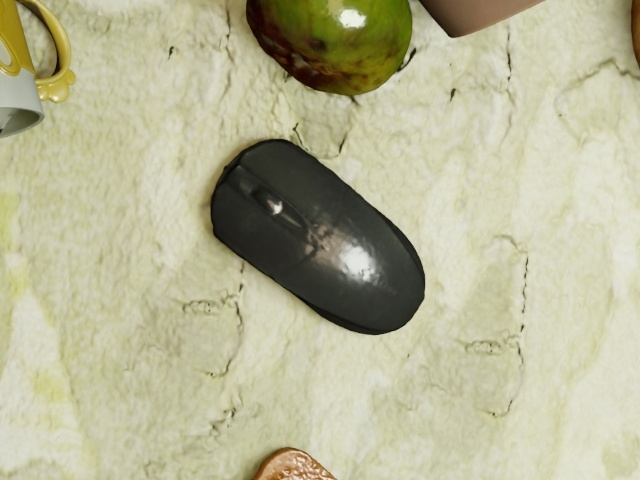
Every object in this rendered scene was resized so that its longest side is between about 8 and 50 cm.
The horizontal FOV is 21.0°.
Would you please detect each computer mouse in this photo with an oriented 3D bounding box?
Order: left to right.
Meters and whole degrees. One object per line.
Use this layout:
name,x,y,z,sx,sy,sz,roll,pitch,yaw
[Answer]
computer mouse,0.000,0.000,1.895,0.270,0.086,0.137,38,87,-1

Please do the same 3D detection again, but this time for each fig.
fig,0.010,-0.257,1.861,0.181,0.181,0.191,1,68,-3

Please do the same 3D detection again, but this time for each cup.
cup,-0.379,-0.215,1.851,0.241,0.185,0.226,-7,83,-37

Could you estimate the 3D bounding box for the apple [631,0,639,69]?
apple,0.481,-0.249,1.839,0.250,0.277,0.309,13,106,-26

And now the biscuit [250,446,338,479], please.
biscuit,-0.029,0.347,1.912,0.186,0.036,0.192,39,87,-4

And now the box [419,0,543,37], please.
box,0.201,-0.360,1.825,0.301,0.301,0.216,-29,98,-3
